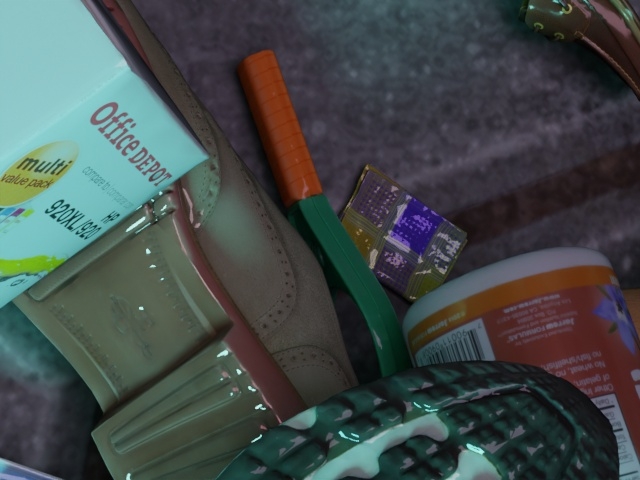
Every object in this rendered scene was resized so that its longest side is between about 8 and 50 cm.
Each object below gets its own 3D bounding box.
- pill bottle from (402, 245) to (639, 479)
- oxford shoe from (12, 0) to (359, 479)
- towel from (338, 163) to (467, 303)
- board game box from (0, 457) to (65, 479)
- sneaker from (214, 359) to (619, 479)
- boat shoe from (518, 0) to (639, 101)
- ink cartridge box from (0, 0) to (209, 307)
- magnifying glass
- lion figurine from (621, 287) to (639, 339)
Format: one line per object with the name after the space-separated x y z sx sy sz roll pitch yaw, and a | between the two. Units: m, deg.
0.130 0.122 0.917 0.121 0.121 0.216 -10 73 -23 | pill bottle
-0.091 -0.004 0.960 0.146 0.140 0.397 -16 81 -62 | oxford shoe
0.047 -0.002 1.059 0.083 0.009 0.060 36 72 -15 | towel
-0.334 0.249 0.833 0.390 0.050 0.389 22 77 -13 | board game box
-0.019 0.215 0.848 0.410 0.182 0.158 -44 74 4 | sneaker
0.152 -0.155 1.097 0.060 0.064 0.178 -39 100 10 | boat shoe
-0.202 -0.053 0.796 0.233 0.171 0.168 -36 77 0 | ink cartridge box
0.000 0.000 1.007 0.026 0.092 0.231 -18 82 -24 | magnifying glass
0.201 0.077 1.050 0.392 0.142 0.240 -5 80 -19 | lion figurine
